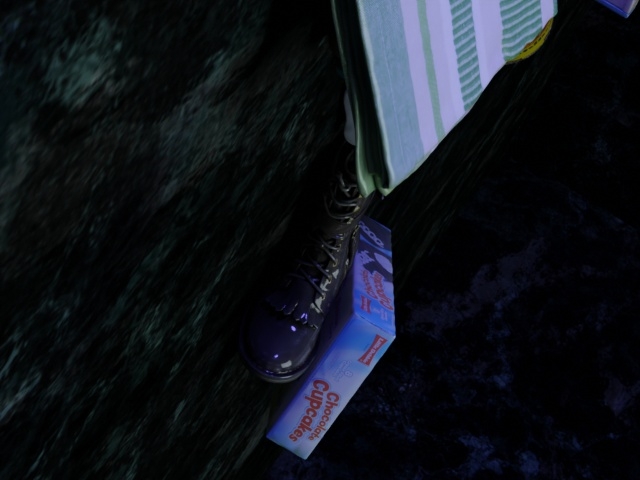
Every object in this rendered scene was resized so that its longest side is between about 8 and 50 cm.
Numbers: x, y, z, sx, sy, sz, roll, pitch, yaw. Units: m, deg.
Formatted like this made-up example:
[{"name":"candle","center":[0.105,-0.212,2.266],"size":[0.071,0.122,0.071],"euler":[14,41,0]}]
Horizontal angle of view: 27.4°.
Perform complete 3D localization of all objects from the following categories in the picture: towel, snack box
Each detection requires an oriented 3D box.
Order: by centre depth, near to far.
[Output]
[{"name":"towel","center":[0.095,-0.211,0.964],"size":[0.325,0.038,0.248],"euler":[-48,137,-43]},{"name":"snack box","center":[0.016,0.103,1.585],"size":[0.187,0.060,0.322],"euler":[-56,-170,20]}]

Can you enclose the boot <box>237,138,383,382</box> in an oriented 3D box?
[{"name":"boot","center":[0.000,0.000,1.394],"size":[0.229,0.091,0.263],"euler":[112,3,-50]}]

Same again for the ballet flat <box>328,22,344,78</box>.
[{"name":"ballet flat","center":[0.099,-0.219,1.125],"size":[0.342,0.116,0.124],"euler":[-33,137,-61]}]

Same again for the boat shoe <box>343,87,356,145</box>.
[{"name":"boat shoe","center":[0.047,-0.139,1.278],"size":[0.142,0.049,0.040],"euler":[107,-1,-67]}]

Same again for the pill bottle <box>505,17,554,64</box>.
[{"name":"pill bottle","center":[0.191,-0.256,1.403],"size":[0.117,0.117,0.215],"euler":[-58,172,7]}]

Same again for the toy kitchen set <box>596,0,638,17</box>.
[{"name":"toy kitchen set","center":[0.414,-0.412,1.954],"size":[0.207,0.166,0.122],"euler":[-48,168,-47]}]
